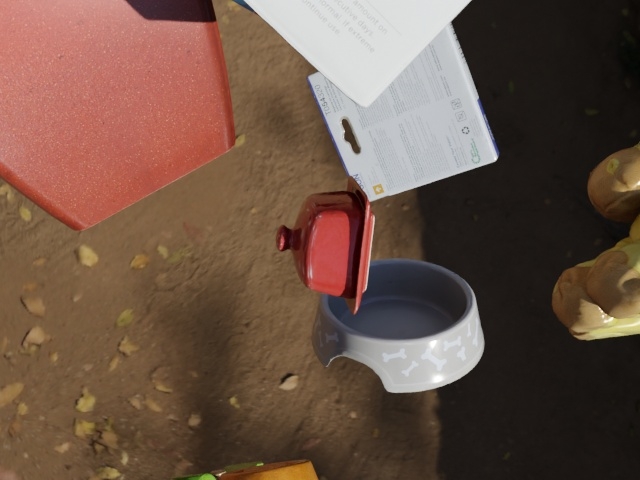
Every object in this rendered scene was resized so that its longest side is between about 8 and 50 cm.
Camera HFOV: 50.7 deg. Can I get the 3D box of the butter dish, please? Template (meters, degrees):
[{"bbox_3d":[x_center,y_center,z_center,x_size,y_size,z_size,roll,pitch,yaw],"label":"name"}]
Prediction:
[{"bbox_3d":[0.000,0.000,0.892,0.118,0.160,0.159,2,107,-8],"label":"butter dish"}]

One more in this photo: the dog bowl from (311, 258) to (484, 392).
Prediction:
[{"bbox_3d":[0.152,0.151,1.352,0.349,0.349,0.102,-18,121,-28],"label":"dog bowl"}]

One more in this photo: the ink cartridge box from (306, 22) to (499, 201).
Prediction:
[{"bbox_3d":[0.180,-0.278,1.485,0.324,0.330,0.071,66,27,-14],"label":"ink cartridge box"}]

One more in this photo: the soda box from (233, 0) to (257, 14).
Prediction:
[{"bbox_3d":[-0.077,-0.441,1.222,0.210,0.071,0.067,37,50,27],"label":"soda box"}]

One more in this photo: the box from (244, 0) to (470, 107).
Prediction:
[{"bbox_3d":[0.078,-0.286,0.416,0.168,0.215,0.345,39,108,-21],"label":"box"}]

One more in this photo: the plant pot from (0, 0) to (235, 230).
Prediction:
[{"bbox_3d":[-0.229,-0.171,0.662,0.267,0.267,0.235,-31,122,-9],"label":"plant pot"}]

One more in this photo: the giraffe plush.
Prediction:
[{"bbox_3d":[0.291,-0.018,0.558,0.211,0.181,0.170,-3,73,-7],"label":"giraffe plush"}]

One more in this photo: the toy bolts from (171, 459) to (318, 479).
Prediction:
[{"bbox_3d":[-0.115,0.309,0.648,0.229,0.218,0.158,4,71,-40],"label":"toy bolts"}]
